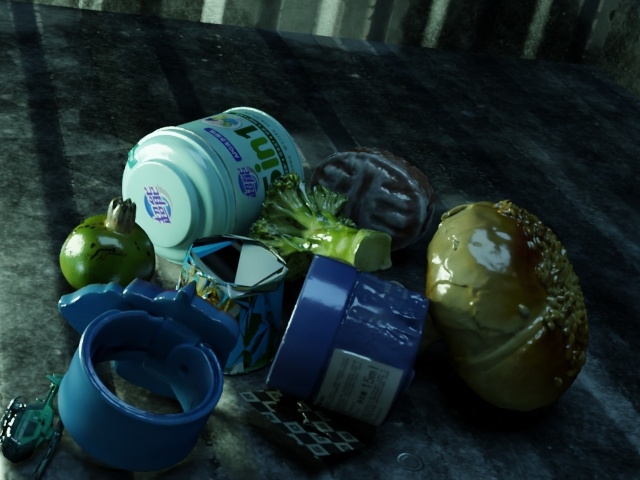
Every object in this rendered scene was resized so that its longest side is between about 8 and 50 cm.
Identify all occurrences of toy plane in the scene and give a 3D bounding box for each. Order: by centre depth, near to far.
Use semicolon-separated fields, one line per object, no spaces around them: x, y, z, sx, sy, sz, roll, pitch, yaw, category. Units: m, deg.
-0.439;0.277;1.759;0.096;0.060;0.235;20;30;-4;toy plane

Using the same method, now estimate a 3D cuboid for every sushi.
-0.035;0.315;1.892;0.201;0.031;0.139;33;19;35;sushi

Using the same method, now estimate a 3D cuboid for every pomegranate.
-0.392;0.011;2.117;0.179;0.210;0.180;14;25;-7;pomegranate

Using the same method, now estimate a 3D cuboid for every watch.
-0.304;0.199;1.786;0.305;0.241;0.274;26;38;-2;watch

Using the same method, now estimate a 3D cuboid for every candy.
0.122;-0.097;2.550;0.289;0.214;0.157;27;25;23;candy

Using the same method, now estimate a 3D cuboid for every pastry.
0.353;0.112;2.082;0.245;0.410;0.409;-21;19;21;pastry

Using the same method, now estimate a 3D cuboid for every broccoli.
-0.003;-0.002;2.172;0.252;0.221;0.361;21;-1;-10;broccoli

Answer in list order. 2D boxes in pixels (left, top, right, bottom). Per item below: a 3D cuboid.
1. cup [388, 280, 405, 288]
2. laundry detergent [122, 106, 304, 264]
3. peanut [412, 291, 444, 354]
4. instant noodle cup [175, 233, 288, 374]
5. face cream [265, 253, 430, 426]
0.136;0.130;2.275;0.102;0.074;0.099;25;29;32;cup
-0.234;-0.109;2.336;0.287;0.287;0.305;28;30;26;laundry detergent
0.101;0.156;2.145;0.291;0.143;0.159;9;37;2;peanut
-0.168;0.107;2.072;0.240;0.178;0.240;10;28;-6;instant noodle cup
0.049;0.174;1.954;0.225;0.249;0.249;22;27;-2;face cream
